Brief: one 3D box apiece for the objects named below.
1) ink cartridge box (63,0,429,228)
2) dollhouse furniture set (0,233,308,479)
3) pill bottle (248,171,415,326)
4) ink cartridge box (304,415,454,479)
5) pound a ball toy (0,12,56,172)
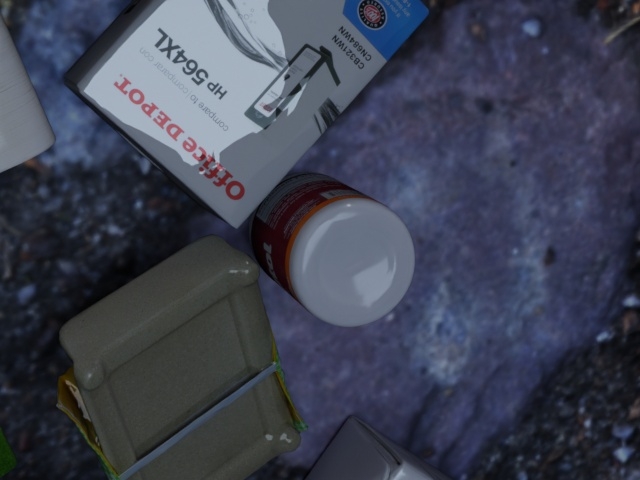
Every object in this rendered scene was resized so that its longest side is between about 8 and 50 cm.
[{"bbox_3d":[-0.051,-0.132,0.813,0.148,0.086,0.203,42,86,-22],"label":"ink cartridge box"},{"bbox_3d":[-0.181,0.123,0.842,0.301,0.151,0.198,-33,132,-27],"label":"dollhouse furniture set"},{"bbox_3d":[0.000,0.000,0.824,0.086,0.152,0.086,-4,104,-17],"label":"pill bottle"},{"bbox_3d":[0.085,0.298,0.938,0.278,0.117,0.201,36,89,-21],"label":"ink cartridge box"},{"bbox_3d":[-0.244,-0.198,0.709,0.208,0.136,0.319,-24,109,-12],"label":"pound a ball toy"}]
